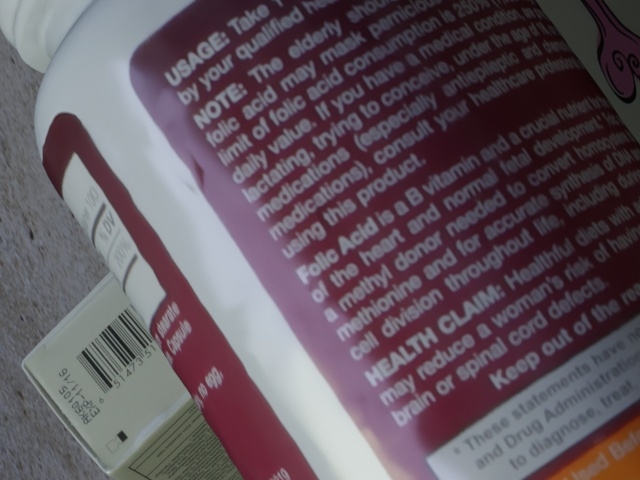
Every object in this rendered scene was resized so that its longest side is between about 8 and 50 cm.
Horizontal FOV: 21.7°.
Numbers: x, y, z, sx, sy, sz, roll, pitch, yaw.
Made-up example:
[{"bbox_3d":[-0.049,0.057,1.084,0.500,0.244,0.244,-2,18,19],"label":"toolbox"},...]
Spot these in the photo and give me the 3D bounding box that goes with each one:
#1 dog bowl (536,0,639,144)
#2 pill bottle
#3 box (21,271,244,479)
[{"bbox_3d":[0.085,-0.050,0.990,0.408,0.150,0.408,38,143,37],"label":"dog bowl"},{"bbox_3d":[0.017,-0.023,0.736,0.392,0.224,0.224,57,151,10],"label":"pill bottle"},{"bbox_3d":[-0.069,0.131,1.258,0.121,0.148,0.311,44,178,32],"label":"box"}]
